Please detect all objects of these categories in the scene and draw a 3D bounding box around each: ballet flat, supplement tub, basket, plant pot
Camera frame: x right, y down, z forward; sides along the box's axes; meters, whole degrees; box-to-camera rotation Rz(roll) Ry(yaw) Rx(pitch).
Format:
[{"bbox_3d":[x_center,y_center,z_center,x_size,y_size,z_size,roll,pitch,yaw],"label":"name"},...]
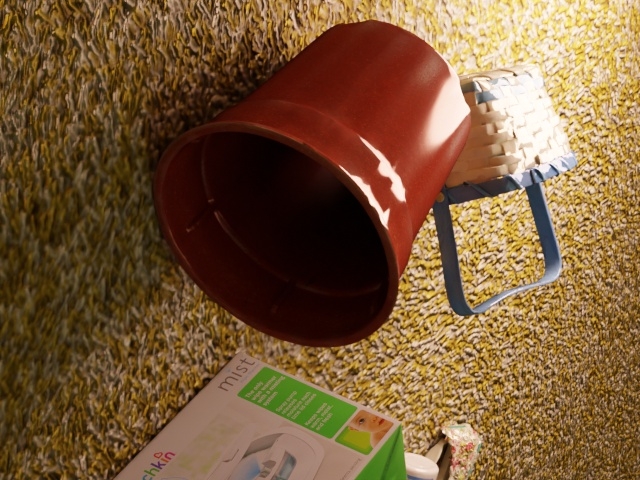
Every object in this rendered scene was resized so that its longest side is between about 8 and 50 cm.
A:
[{"bbox_3d":[0.171,0.390,2.310,0.077,0.091,0.241,21,86,-31],"label":"ballet flat"},{"bbox_3d":[0.128,0.373,2.214,0.071,0.071,0.107,-4,113,-59],"label":"supplement tub"},{"bbox_3d":[0.212,-0.066,1.892,0.255,0.201,0.289,-16,91,-54],"label":"basket"},{"bbox_3d":[0.012,-0.078,1.548,0.265,0.272,0.272,-53,149,-41],"label":"plant pot"}]

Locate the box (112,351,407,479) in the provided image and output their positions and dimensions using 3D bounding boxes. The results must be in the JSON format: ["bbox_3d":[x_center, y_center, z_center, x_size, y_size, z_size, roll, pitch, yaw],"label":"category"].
[{"bbox_3d":[-0.070,0.280,1.651,0.262,0.231,0.126,-44,144,-36],"label":"box"}]
